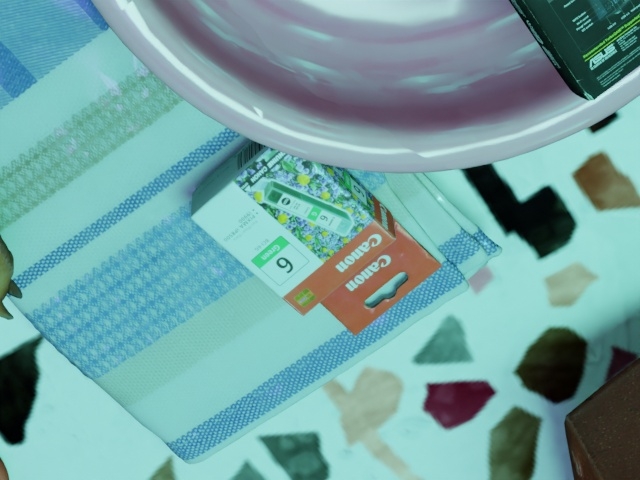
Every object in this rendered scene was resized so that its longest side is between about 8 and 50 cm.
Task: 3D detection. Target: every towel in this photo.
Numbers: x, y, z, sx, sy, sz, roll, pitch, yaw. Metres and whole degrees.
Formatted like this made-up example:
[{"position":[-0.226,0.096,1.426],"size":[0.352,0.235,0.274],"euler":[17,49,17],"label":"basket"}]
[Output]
[{"position":[-0.074,-0.030,0.817],"size":[0.209,0.034,0.285],"euler":[-36,115,15],"label":"towel"}]

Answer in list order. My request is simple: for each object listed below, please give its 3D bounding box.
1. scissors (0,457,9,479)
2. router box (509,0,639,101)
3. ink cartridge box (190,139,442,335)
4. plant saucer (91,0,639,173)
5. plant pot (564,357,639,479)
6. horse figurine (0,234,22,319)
[{"position":[-0.243,0.233,0.948],"size":[0.109,0.021,0.297],"euler":[7,116,-12],"label":"scissors"},{"position":[0.127,-0.129,0.672],"size":[0.122,0.038,0.092],"euler":[-37,117,4],"label":"router box"},{"position":[0.000,0.000,0.800],"size":[0.063,0.029,0.115],"euler":[-40,113,18],"label":"ink cartridge box"},{"position":[0.043,-0.194,0.691],"size":[0.332,0.084,0.332],"euler":[-5,114,-11],"label":"plant saucer"},{"position":[0.265,0.166,0.817],"size":[0.236,0.267,0.267],"euler":[-16,119,-2],"label":"plant pot"},{"position":[-0.235,-0.076,0.735],"size":[0.174,0.066,0.263],"euler":[3,116,10],"label":"horse figurine"}]
